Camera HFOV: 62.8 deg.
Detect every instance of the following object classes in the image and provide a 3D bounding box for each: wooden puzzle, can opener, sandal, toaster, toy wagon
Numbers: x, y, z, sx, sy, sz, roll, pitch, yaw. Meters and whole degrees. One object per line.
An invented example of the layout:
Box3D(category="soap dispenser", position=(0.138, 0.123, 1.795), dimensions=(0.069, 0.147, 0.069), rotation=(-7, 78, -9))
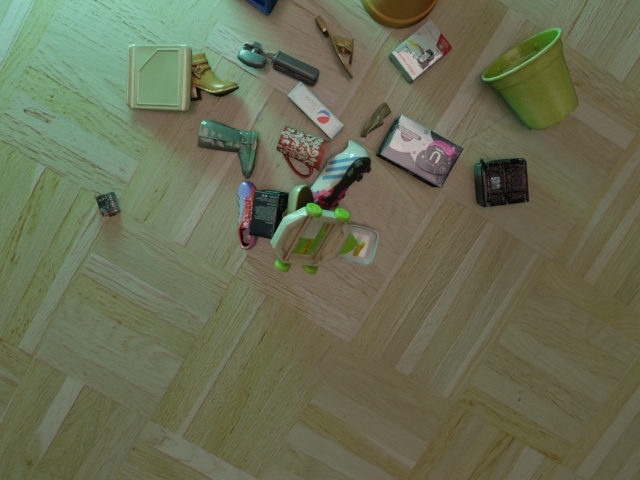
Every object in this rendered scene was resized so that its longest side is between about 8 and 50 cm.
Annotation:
Box3D(category="wooden puzzle", position=(-0.560, -0.566, 1.826), dimensions=(0.238, 0.044, 0.221), rotation=(6, 98, 13))
Box3D(category="can opener", position=(-0.149, -0.602, 1.824), dimensions=(0.283, 0.076, 0.095), rotation=(24, 77, -4))
Box3D(category="sandal", position=(0.076, -0.687, 1.815), dimensions=(0.079, 0.088, 0.240), rotation=(-32, 92, 9))
Box3D(category="toaster", position=(0.645, -0.215, 1.879), dimensions=(0.167, 0.110, 0.186), rotation=(-8, 98, 0))
Box3D(category="toy wagon", position=(0.000, 0.000, 1.811), dimensions=(0.344, 0.068, 0.267), rotation=(7, 127, -36))

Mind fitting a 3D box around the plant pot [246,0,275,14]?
Box3D(category="plant pot", position=(-0.209, -0.927, 1.711), dimensions=(0.236, 0.236, 0.212), rotation=(34, 89, -5))

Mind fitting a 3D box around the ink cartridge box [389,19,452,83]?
Box3D(category="ink cartridge box", position=(0.347, -0.657, 1.831), dimensions=(0.175, 0.072, 0.127), rotation=(-40, 97, 4))

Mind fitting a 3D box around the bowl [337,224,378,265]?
Box3D(category="bowl", position=(0.134, 0.014, 1.932), dimensions=(0.141, 0.053, 0.142), rotation=(14, 98, -3))

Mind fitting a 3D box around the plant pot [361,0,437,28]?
Box3D(category="plant pot", position=(0.277, -0.878, 1.734), dimensions=(0.290, 0.203, 0.291), rotation=(0, 99, -1))

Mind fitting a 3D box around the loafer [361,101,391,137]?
Box3D(category="loafer", position=(0.200, -0.423, 1.870), dimensions=(0.050, 0.056, 0.148), rotation=(38, 96, 1))

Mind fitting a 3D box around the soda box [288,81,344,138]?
Box3D(category="soda box", position=(-0.016, -0.456, 1.853), dimensions=(0.216, 0.074, 0.069), rotation=(44, 95, -7))

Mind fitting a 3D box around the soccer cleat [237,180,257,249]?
Box3D(category="soccer cleat", position=(-0.263, -0.088, 1.890), dimensions=(0.082, 0.095, 0.248), rotation=(2, 98, -1))

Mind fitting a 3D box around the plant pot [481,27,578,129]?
Box3D(category="plant pot", position=(0.735, -0.526, 1.780), dimensions=(0.276, 0.276, 0.254), rotation=(-36, 108, 4))

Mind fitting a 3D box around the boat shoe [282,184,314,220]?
Box3D(category="boat shoe", position=(-0.093, -0.072, 1.838), dimensions=(0.098, 0.109, 0.302), rotation=(30, 137, 27))

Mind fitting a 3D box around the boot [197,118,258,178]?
Box3D(category="boot", position=(-0.334, -0.326, 1.866), dimensions=(0.208, 0.076, 0.190), rotation=(8, 84, -9))

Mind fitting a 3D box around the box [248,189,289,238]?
Box3D(category="box", position=(-0.180, -0.095, 1.854), dimensions=(0.093, 0.156, 0.158), rotation=(9, 98, 8))

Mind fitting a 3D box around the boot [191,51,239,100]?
Box3D(category="boot", position=(-0.392, -0.581, 1.833), dimensions=(0.197, 0.073, 0.153), rotation=(-9, 94, -2))

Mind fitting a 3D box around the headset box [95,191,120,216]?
Box3D(category="headset box", position=(-0.772, -0.128, 1.907), dimensions=(0.062, 0.032, 0.083), rotation=(-18, 99, 2))

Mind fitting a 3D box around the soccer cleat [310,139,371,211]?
Box3D(category="soccer cleat", position=(0.041, -0.218, 1.882), dimensions=(0.331, 0.116, 0.143), rotation=(-41, 54, 19))

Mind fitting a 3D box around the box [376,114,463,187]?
Box3D(category="box", position=(0.346, -0.312, 1.845), dimensions=(0.247, 0.142, 0.163), rotation=(28, 97, -5))

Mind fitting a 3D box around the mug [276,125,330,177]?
Box3D(category="mug", position=(-0.068, -0.314, 1.851), dimensions=(0.169, 0.113, 0.150), rotation=(23, 79, 0))
